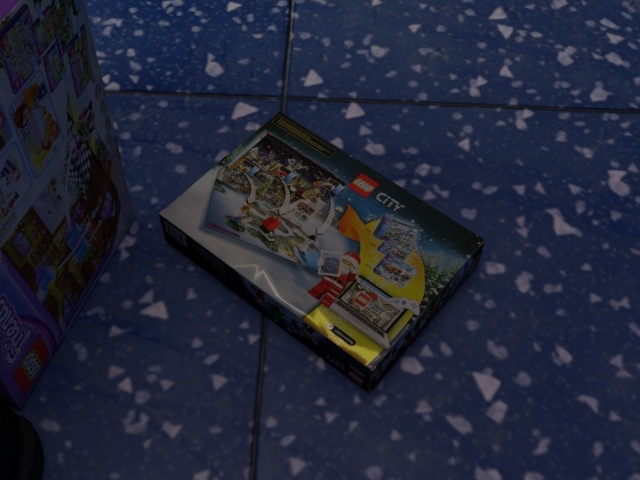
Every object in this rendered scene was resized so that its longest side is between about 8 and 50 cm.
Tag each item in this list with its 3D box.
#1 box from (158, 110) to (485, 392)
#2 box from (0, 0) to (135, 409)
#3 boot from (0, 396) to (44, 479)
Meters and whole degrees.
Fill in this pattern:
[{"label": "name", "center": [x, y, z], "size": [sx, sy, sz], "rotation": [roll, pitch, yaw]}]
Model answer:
[{"label": "box", "center": [0.000, 0.000, 0.699], "size": [0.233, 0.044, 0.159], "rotation": [35, 61, 21]}, {"label": "box", "center": [-0.218, -0.034, 0.565], "size": [0.057, 0.293, 0.201], "rotation": [17, 56, 8]}, {"label": "boot", "center": [-0.274, 0.148, 0.343], "size": [0.146, 0.445, 0.367], "rotation": [1, 55, 0]}]
